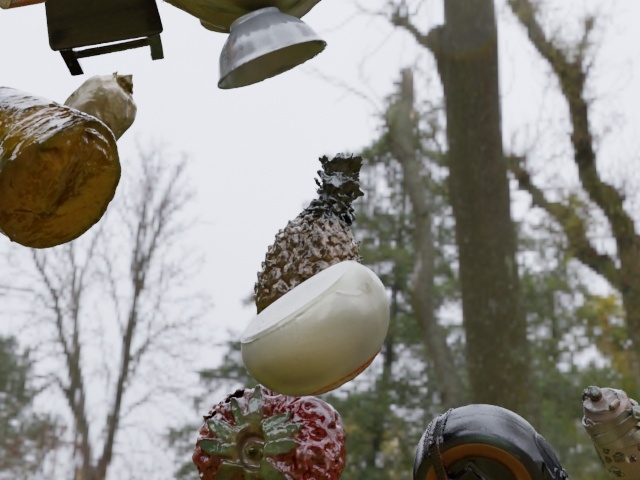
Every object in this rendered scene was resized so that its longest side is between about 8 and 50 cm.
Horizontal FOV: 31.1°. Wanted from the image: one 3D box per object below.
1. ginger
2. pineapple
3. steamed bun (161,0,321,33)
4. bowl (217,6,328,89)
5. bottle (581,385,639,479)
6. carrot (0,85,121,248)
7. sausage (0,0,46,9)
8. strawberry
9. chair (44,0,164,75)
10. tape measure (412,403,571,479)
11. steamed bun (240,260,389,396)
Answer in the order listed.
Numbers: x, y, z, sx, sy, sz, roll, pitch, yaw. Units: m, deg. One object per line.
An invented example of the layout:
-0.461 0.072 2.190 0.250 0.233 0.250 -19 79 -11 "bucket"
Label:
-0.473 -0.236 2.331 0.267 0.152 0.138 -39 -42 2 "ginger"
0.000 0.000 2.188 0.202 0.362 0.202 14 -16 4 "pineapple"
-0.121 -0.472 1.927 0.352 0.339 0.247 16 -46 47 "steamed bun"
-0.090 -0.313 1.809 0.189 0.086 0.189 -21 -3 -1 "bowl"
0.461 0.291 1.782 0.099 0.099 0.152 -11 -61 32 "bottle"
-0.463 -0.117 1.890 0.241 0.241 0.340 23 2 -43 "carrot"
-0.470 -0.391 1.843 0.031 0.031 0.107 -13 10 35 "sausage"
-0.079 0.459 2.425 0.317 0.295 0.345 -19 -31 13 "strawberry"
-0.396 -0.455 2.037 0.203 0.241 0.416 -10 0 -7 "chair"
0.241 0.350 1.681 0.223 0.135 0.202 36 -68 -6 "tape measure"
0.004 0.141 1.650 0.232 0.232 0.145 -25 -78 50 "steamed bun"
